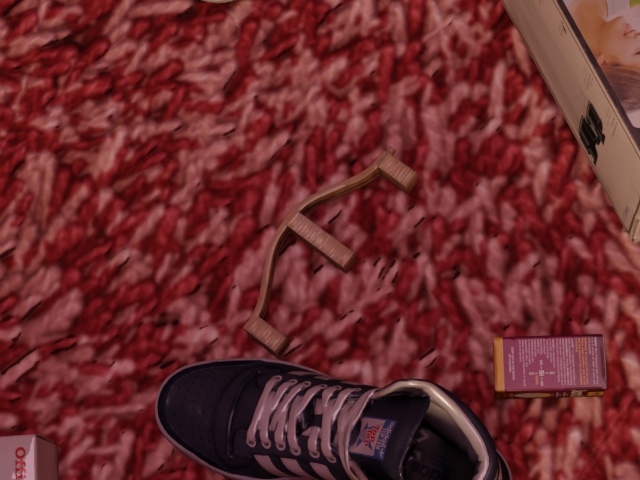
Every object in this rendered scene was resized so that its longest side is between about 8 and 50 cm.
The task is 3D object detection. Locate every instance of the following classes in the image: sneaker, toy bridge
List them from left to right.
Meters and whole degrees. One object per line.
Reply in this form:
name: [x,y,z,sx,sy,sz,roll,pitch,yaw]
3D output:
toy bridge: [0.000,0.000,1.346,0.063,0.026,0.188,36,82,15]
sneaker: [0.004,0.138,1.245,0.282,0.153,0.099,15,78,10]

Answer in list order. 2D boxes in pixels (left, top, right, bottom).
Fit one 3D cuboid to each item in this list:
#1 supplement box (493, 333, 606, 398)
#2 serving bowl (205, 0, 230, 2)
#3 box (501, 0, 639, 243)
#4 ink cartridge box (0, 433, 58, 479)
supplement box: [0.172,0.096,1.287,0.083,0.055,0.043,-2,77,7]
serving bowl: [-0.082,-0.233,1.413,0.083,0.027,0.083,-2,75,6]
box: [0.214,-0.159,1.289,0.087,0.169,0.290,-25,73,-2]
ink cartridge box: [-0.274,0.203,1.312,0.135,0.056,0.099,-6,75,6]
